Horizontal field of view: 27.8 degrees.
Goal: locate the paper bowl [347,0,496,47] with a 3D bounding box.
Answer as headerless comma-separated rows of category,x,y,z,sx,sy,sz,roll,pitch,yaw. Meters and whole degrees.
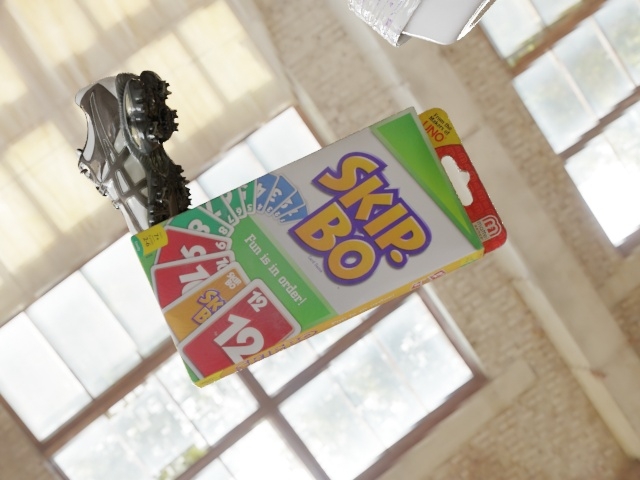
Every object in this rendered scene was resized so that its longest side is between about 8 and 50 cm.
paper bowl,0.178,-0.374,1.704,0.284,0.148,0.284,-49,176,-5

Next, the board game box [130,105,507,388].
board game box,0.000,0.000,0.965,0.259,0.124,0.039,-25,167,-3

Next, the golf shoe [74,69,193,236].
golf shoe,-0.176,-0.058,1.204,0.094,0.198,0.077,-1,-168,21
